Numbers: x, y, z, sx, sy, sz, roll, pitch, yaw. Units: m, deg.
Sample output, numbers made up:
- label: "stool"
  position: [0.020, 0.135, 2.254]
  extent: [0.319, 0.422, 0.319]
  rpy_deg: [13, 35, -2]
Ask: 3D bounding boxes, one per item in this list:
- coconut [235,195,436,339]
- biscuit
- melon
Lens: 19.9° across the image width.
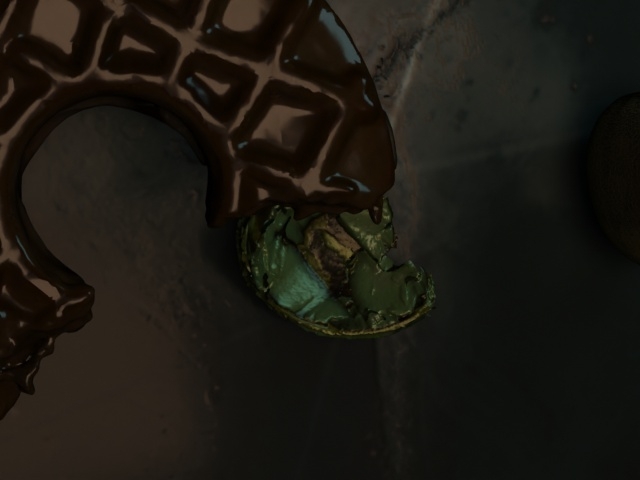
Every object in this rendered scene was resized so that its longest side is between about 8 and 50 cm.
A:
- label: "coconut"
  position: [0.000, -0.002, 1.241]
  extent: [0.133, 0.055, 0.158]
  rpy_deg: [-20, 101, -16]
- label: "biscuit"
  position: [-0.149, -0.063, 1.130]
  extent: [0.366, 0.115, 0.268]
  rpy_deg: [-29, 97, -8]
- label: "melon"
  position: [0.238, -0.044, 1.304]
  extent: [0.098, 0.098, 0.130]
  rpy_deg: [-10, 103, -19]
